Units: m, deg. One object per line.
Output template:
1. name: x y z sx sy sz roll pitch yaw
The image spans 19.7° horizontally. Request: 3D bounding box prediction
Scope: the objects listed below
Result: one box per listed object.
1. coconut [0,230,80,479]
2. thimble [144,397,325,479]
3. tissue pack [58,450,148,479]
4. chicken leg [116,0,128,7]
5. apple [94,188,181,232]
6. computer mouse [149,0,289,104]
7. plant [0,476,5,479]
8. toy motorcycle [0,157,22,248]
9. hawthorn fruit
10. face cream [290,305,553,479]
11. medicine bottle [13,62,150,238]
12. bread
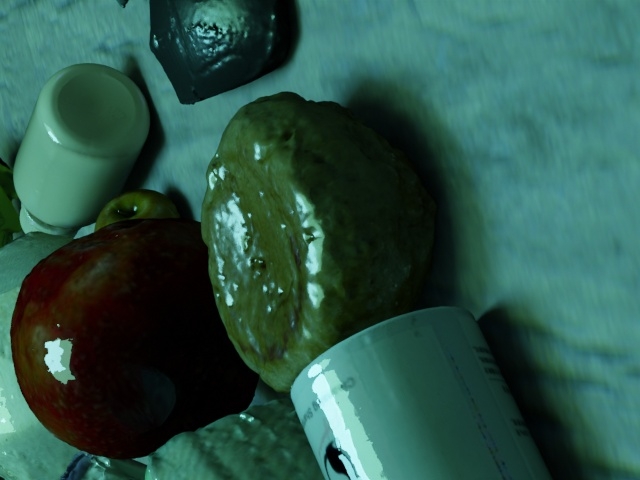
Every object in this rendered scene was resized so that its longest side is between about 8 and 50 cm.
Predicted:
1. coconut: -0.267 0.113 1.842 0.245 0.245 0.247 -23 88 64
2. thimble: -0.046 0.241 1.462 0.219 0.150 0.219 43 143 44
3. tissue pack: -0.172 0.323 1.761 0.343 0.242 0.125 -47 20 60
4. chicken leg: -0.159 -0.296 1.656 0.106 0.051 0.253 67 156 8
5. apple: -0.174 -0.007 1.781 0.074 0.089 0.089 53 167 -30
6. computer mouse: -0.098 -0.180 1.555 0.217 0.073 0.122 -4 99 66
7. plant: -0.487 0.349 2.538 0.203 0.131 0.142 53 148 22
8. toy motorcycle: -0.424 0.023 2.216 0.142 0.206 0.342 17 133 25
9. hawthorn fruit: -0.179 0.086 1.630 0.266 0.230 0.210 -2 112 46
10. face cream: 0.113 0.236 1.240 0.369 0.145 0.145 66 152 23
11. medicine bottle: -0.253 -0.074 1.876 0.114 0.114 0.252 67 153 19
12. bread: 0.000 0.000 1.387 0.230 0.123 0.230 26 119 59
